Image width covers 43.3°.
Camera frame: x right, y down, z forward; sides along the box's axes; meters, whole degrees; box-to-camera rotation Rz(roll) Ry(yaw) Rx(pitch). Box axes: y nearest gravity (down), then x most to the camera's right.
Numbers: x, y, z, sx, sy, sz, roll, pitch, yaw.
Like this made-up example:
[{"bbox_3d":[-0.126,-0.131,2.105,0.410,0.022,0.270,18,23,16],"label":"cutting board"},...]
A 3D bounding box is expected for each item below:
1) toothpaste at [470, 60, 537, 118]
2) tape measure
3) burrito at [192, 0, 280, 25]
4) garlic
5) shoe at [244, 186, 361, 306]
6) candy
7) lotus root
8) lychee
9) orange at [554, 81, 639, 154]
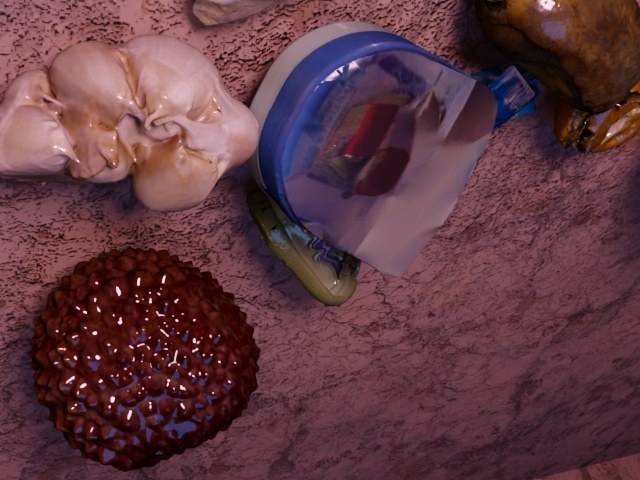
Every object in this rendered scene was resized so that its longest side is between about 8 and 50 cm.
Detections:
[{"bbox_3d":[0.166,-0.172,1.105,0.267,0.050,0.065,-20,144,-5],"label":"toothpaste"},{"bbox_3d":[0.043,-0.121,0.965,0.262,0.138,0.259,20,106,-32],"label":"tape measure"},{"bbox_3d":[-0.032,-0.286,0.832,0.226,0.060,0.087,-25,150,1],"label":"burrito"},{"bbox_3d":[-0.200,-0.129,0.839,0.281,0.184,0.203,11,179,-16],"label":"garlic"},{"bbox_3d":[-0.006,0.004,1.160,0.128,0.140,0.262,-25,140,19],"label":"shoe"},{"bbox_3d":[0.234,-0.179,1.045,0.088,0.038,0.136,-37,159,22],"label":"candy"},{"bbox_3d":[0.297,-0.260,0.965,0.275,0.160,0.152,20,116,-44],"label":"lotus root"},{"bbox_3d":[-0.241,0.163,1.121,0.306,0.306,0.330,-22,117,-2],"label":"lychee"},{"bbox_3d":[0.402,-0.190,1.166,0.160,0.112,0.170,-24,170,-18],"label":"orange"}]
